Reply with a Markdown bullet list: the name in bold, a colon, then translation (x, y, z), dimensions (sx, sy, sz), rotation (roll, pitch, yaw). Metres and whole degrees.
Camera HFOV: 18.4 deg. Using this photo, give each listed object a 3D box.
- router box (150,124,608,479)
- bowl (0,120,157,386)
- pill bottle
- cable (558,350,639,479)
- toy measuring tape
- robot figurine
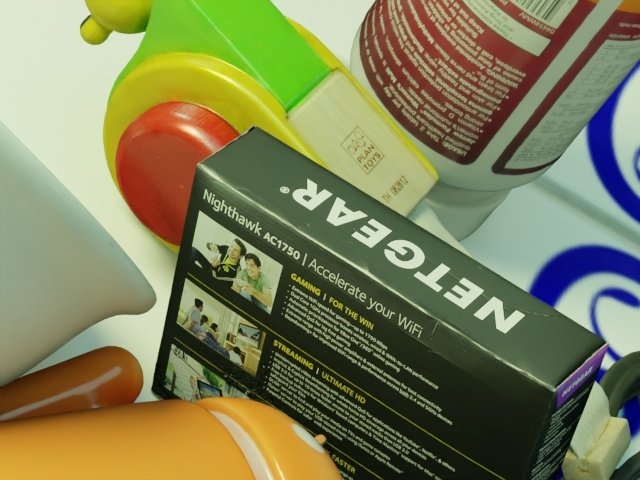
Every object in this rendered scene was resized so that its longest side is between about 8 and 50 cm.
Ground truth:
- **router box**: translation (0.018, 0.053, 0.820), dimensions (0.179, 0.133, 0.046), rotation (32, 43, 20)
- **bowl**: translation (-0.213, -0.029, 0.730), dimensions (0.298, 0.298, 0.134), rotation (41, 83, 5)
- **pill bottle**: translation (0.088, -0.101, 0.954), dimensions (0.121, 0.221, 0.121), rotation (16, 49, -19)
- **cable**: translation (0.113, 0.146, 0.908), dimensions (0.140, 0.072, 0.287), rotation (17, 33, 5)
- **toy measuring tape**: translation (0.000, 0.000, 0.914), dimensions (0.330, 0.121, 0.121), rotation (48, 45, -4)
- **robot figurine**: translation (-0.078, 0.123, 0.742), dimensions (0.219, 0.128, 0.158), rotation (-4, 19, -32)
